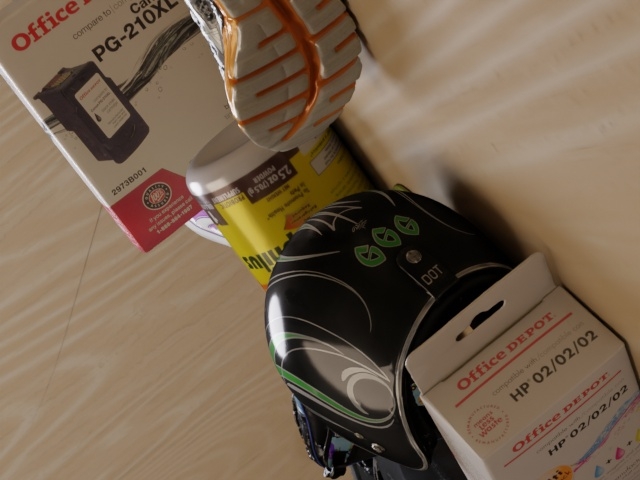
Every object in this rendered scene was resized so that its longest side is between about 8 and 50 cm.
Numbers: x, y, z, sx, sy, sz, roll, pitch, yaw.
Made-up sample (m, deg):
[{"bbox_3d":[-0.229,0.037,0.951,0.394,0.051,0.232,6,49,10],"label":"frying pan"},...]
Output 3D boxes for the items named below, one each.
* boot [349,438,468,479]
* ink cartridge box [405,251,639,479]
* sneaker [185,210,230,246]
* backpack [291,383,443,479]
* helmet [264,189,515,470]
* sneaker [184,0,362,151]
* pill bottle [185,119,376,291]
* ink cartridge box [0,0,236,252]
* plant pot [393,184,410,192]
[{"bbox_3d":[0.157,0.329,1.594,0.367,0.146,0.445,56,175,-26],"label":"boot"},{"bbox_3d":[0.127,0.100,0.817,0.061,0.104,0.181,46,171,40],"label":"ink cartridge box"},{"bbox_3d":[-0.089,-0.061,1.518,0.282,0.102,0.161,33,160,37],"label":"sneaker"},{"bbox_3d":[0.043,0.105,1.248,0.117,0.158,0.173,-108,1,-52],"label":"backpack"},{"bbox_3d":[0.043,0.050,0.892,0.161,0.169,0.169,27,157,46],"label":"helmet"},{"bbox_3d":[-0.040,-0.141,0.799,0.083,0.084,0.215,50,165,45],"label":"sneaker"},{"bbox_3d":[0.000,0.000,1.095,0.215,0.117,0.117,53,173,-18],"label":"pill bottle"},{"bbox_3d":[-0.167,-0.137,1.253,0.237,0.172,0.100,54,173,-18],"label":"ink cartridge box"},{"bbox_3d":[0.049,0.017,1.012,0.083,0.079,0.083,51,174,7],"label":"plant pot"}]
